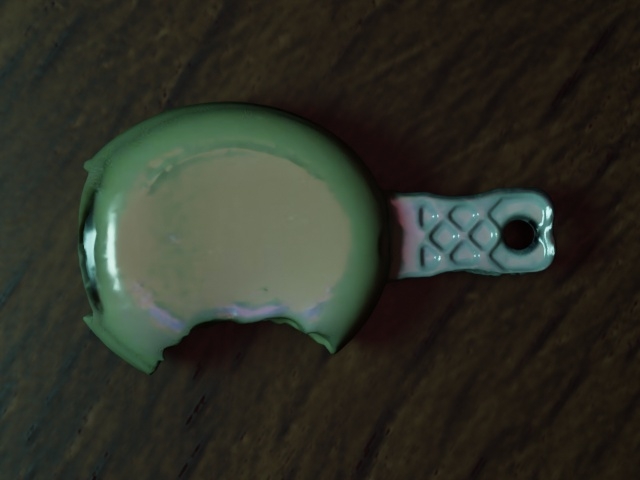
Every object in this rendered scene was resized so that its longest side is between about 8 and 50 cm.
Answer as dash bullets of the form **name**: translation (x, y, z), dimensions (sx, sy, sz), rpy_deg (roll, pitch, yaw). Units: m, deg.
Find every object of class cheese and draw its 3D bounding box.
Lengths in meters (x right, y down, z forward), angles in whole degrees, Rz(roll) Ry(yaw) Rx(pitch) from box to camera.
- **cheese**: translation (0.000, 0.000, 1.140), dimensions (0.286, 0.082, 0.163), rpy_deg (1, 90, -5)
